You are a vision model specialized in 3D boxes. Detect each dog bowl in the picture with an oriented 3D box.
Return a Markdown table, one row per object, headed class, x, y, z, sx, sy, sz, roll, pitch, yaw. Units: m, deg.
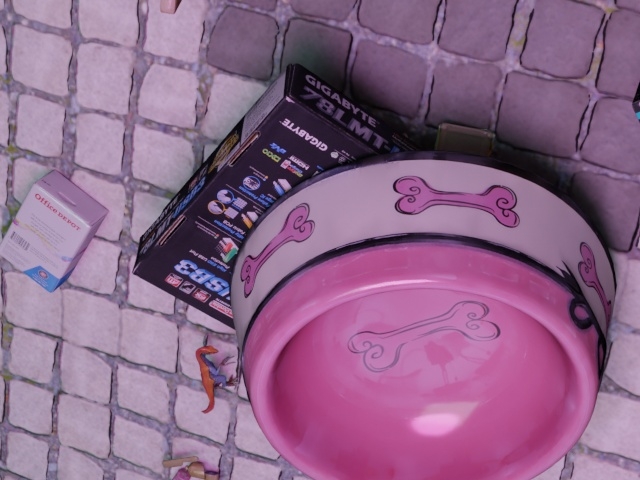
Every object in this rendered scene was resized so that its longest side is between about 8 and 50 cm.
| class | x | y | z | sx | sy | sz | roll | pitch | yaw |
| --- | --- | --- | --- | --- | --- | --- | --- | --- | --- |
| dog bowl | 0.102 | 0.112 | 1.211 | 0.408 | 0.150 | 0.408 | 2 | 131 | 2 |

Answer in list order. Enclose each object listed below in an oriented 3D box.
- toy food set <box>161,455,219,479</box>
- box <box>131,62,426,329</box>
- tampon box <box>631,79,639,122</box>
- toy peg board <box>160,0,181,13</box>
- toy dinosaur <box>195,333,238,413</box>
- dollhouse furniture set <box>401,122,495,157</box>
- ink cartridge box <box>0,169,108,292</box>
| class | x | y | z | sx | sy | sz | roll | pitch | yaw |
| --- | --- | --- | --- | --- | --- | --- | --- | --- | --- |
| toy food set | -0.157 | 0.330 | 1.569 | 0.078 | 0.019 | 0.122 | -13 | 115 | 26 |
| box | 0.000 | 0.000 | 1.264 | 0.295 | 0.073 | 0.293 | 31 | 127 | -20 |
| tampon box | 0.385 | -0.097 | 1.118 | 0.120 | 0.101 | 0.161 | -23 | 104 | 28 |
| toy peg board | -0.104 | -0.320 | 1.182 | 0.079 | 0.161 | 0.161 | 8 | 116 | -2 |
| toy dinosaur | -0.132 | 0.161 | 1.452 | 0.047 | 0.090 | 0.082 | 7 | 160 | 29 |
| dollhouse furniture set | 0.105 | -0.099 | 1.271 | 0.151 | 0.058 | 0.076 | 10 | 110 | -5 |
| ink cartridge box | -0.328 | -0.012 | 1.459 | 0.088 | 0.052 | 0.122 | 38 | 122 | 1 |
